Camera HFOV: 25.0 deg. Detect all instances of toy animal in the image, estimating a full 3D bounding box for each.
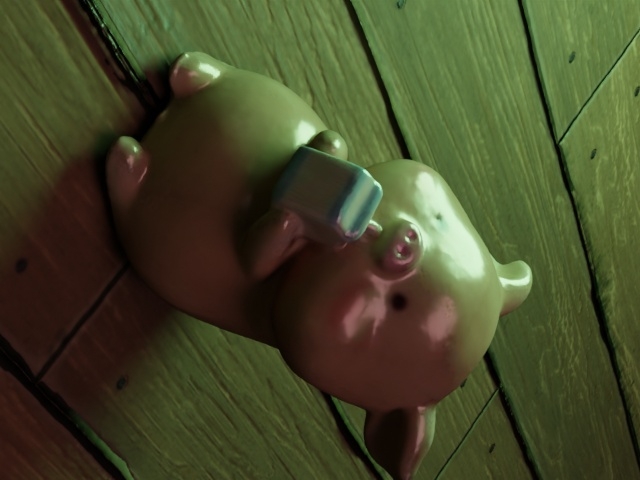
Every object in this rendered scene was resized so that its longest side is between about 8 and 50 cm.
[{"bbox_3d":[0.003,0.001,1.003,0.195,0.256,0.213,-52,157,-20],"label":"toy animal"}]
